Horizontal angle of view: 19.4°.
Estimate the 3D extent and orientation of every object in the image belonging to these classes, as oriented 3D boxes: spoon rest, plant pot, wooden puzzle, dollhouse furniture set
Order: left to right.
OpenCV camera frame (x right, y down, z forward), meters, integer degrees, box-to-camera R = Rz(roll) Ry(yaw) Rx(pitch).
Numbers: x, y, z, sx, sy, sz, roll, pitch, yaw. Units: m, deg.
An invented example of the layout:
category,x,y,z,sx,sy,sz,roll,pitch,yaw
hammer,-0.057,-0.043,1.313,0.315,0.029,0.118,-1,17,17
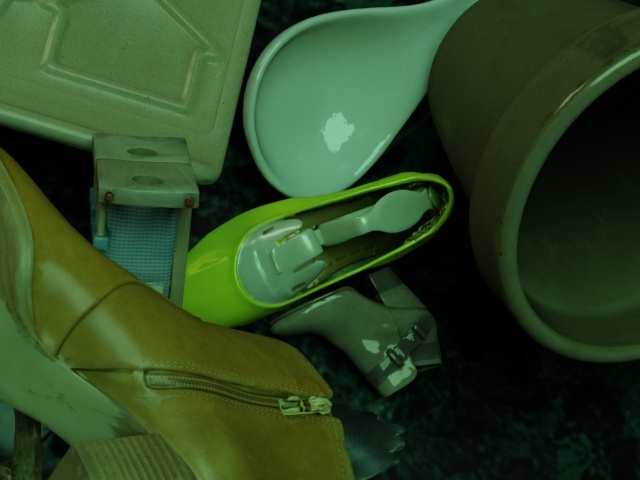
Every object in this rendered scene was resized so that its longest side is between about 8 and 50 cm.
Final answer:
category,x,y,z,sx,sy,sz,roll,pitch,yaw
dollhouse furniture set,-0.181,0.005,1.244,0.183,0.129,0.129,3,108,-10
wooden puzzle,-0.203,-0.216,1.401,0.322,0.080,0.348,16,60,-11
spoon rest,0.042,-0.141,1.425,0.276,0.084,0.137,-46,126,-29
plant pot,0.190,-0.080,1.360,0.263,0.263,0.229,-13,36,-21

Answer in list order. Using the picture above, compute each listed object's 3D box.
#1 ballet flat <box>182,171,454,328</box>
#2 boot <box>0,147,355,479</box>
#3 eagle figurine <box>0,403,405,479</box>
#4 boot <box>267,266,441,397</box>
category,x,y,z,sx,sy,sz,roll,pitch,yaw
ballet flat,0.000,0.000,1.364,0.231,0.077,0.077,-21,93,-24
boot,-0.107,0.063,1.143,0.211,0.104,0.295,1,53,-45
eagle figurine,-0.078,0.220,1.220,0.298,0.225,0.226,10,107,-45
boot,0.031,0.075,1.370,0.118,0.042,0.087,-24,85,-17
